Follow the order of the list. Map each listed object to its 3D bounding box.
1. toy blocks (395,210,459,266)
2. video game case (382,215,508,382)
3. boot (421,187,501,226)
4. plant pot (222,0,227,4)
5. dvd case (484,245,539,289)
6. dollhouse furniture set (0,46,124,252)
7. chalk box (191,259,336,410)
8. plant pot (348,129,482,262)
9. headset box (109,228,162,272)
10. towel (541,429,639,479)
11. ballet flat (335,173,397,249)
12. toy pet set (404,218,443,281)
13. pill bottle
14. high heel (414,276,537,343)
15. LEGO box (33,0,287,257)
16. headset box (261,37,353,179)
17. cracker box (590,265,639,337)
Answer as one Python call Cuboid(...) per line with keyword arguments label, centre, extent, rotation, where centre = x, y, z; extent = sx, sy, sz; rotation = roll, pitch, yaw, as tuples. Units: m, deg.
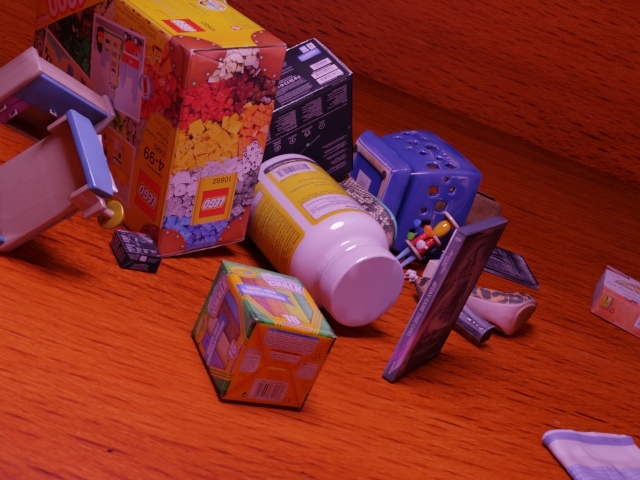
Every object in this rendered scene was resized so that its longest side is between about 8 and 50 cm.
Cuboid(label="toy blocks", centre=(0.235, 0.028, 2.080), extent=(0.123, 0.148, 0.054), rotation=(52, 2, -24))
Cuboid(label="video game case", centre=(0.203, 0.092, 1.621), extent=(0.026, 0.274, 0.196), rotation=(33, 22, 21))
Cuboid(label="boot", centre=(0.298, -0.095, 2.442), extent=(0.305, 0.115, 0.112), rotation=(17, 23, -16))
Cuboid(label="plant pot", centre=(-0.331, -0.435, 2.301), extent=(0.367, 0.366, 0.353), rotation=(27, 9, 6))
Cuboid(label="dvd case", centre=(0.395, 0.040, 2.352), extent=(0.221, 0.018, 0.164), rotation=(21, 21, -13))
Cuboid(label="dollhouse furniture set", centre=(-0.431, -0.083, 1.538), extent=(0.198, 0.286, 0.303), rotation=(33, 30, -61))
Cuboid(label="chalk box", centre=(-0.090, 0.120, 1.422), extent=(0.132, 0.132, 0.213), rotation=(13, 23, -29))
Cuboid(label="plant pot", centre=(0.173, -0.101, 2.158), extent=(0.212, 0.236, 0.236), rotation=(4, 28, -30))
Cuboid(label="headset box", centre=(-0.296, 0.014, 1.600), extent=(0.062, 0.032, 0.083), rotation=(11, 23, -33))
Cuboid(label="towel", centre=(0.493, 0.392, 1.552), extent=(0.209, 0.034, 0.285), rotation=(11, 24, -32))
Cuboid(label="ballet flat", centre=(-0.020, -0.110, 2.088), extent=(0.182, 0.164, 0.483), rotation=(-8, 35, -24))
Cuboid(label="toy pet set", centre=(0.223, 0.037, 2.009), extent=(0.065, 0.122, 0.114), rotation=(0, 32, -46))
Cuboid(label="pill bottle", centre=(0.000, 0.000, 1.750), extent=(0.188, 0.187, 0.334), rotation=(9, 25, -36))
Cuboid(label="high heel", centre=(0.310, 0.108, 1.972), extent=(0.186, 0.093, 0.261), rotation=(38, 29, 28))
Cuboid(label="LEGO box", centre=(-0.309, -0.266, 1.759), extent=(0.193, 0.372, 0.500), rotation=(-12, 39, -39))
Cuboid(label="headset box", centre=(-0.070, -0.200, 1.907), extent=(0.246, 0.283, 0.131), rotation=(-29, 55, -18))
Cuboid(label="cracker box", centre=(0.737, 0.149, 2.396), extent=(0.156, 0.067, 0.232), rotation=(28, 20, 9))
